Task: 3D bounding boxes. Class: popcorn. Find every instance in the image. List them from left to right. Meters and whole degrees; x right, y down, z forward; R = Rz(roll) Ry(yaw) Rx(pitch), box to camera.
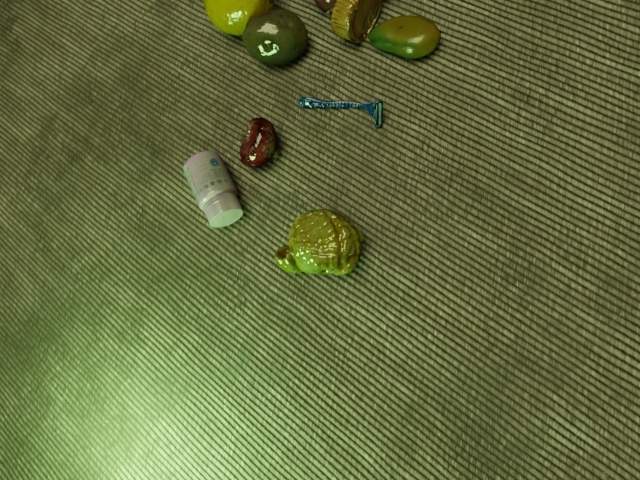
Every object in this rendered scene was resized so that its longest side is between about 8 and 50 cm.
[{"bbox_3d":[0.000,0.000,1.443,0.286,0.174,0.225,-1,66,29],"label":"popcorn"}]

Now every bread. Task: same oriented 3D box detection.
[{"bbox_3d":[0.119,-0.787,1.512,0.104,0.199,0.199,34,93,21],"label":"bread"}]

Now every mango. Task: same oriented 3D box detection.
[{"bbox_3d":[0.286,-0.693,1.493,0.237,0.091,0.137,28,85,20],"label":"mango"}]

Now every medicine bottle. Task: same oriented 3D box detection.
[{"bbox_3d":[-0.385,-0.185,1.605,0.152,0.152,0.254,-32,73,11],"label":"medicine bottle"}]

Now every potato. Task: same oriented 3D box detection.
[{"bbox_3d":[-0.163,-0.731,1.600,0.235,0.160,0.178,0,98,-10],"label":"potato"}]

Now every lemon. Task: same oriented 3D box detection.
[{"bbox_3d":[-0.298,-0.885,1.644,0.288,0.233,0.233,-4,80,21],"label":"lemon"}]

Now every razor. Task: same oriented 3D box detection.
[{"bbox_3d":[0.073,-0.471,1.554,0.324,0.093,0.056,16,47,24],"label":"razor"}]

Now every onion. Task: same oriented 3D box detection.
[{"bbox_3d":[-0.213,-0.341,1.588,0.184,0.147,0.184,-34,43,40],"label":"onion"}]

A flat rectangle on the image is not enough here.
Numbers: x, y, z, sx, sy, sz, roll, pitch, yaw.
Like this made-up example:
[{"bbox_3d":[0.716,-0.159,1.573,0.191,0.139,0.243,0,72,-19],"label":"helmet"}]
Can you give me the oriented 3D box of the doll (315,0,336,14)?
[{"bbox_3d":[0.017,-0.926,1.531,0.196,0.256,0.152,-42,66,8],"label":"doll"}]
